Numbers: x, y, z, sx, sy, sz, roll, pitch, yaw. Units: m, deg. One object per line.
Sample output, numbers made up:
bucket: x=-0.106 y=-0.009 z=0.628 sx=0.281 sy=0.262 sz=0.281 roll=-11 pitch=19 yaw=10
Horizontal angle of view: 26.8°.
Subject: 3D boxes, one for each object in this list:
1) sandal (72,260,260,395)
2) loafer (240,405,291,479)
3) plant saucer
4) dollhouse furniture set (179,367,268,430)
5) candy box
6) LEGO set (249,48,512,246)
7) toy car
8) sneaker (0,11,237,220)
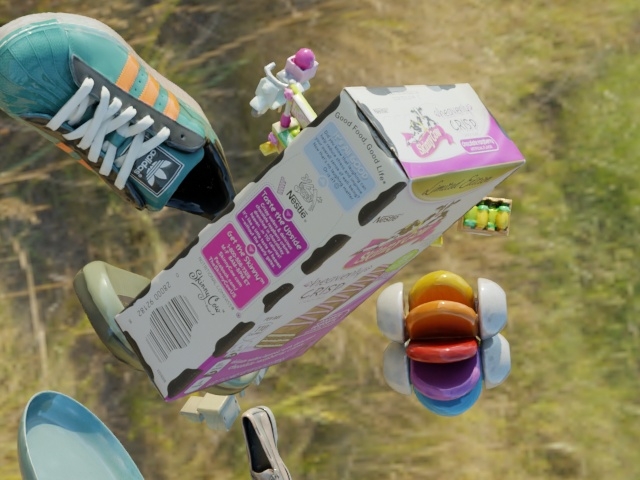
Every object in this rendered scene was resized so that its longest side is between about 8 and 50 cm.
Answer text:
sandal: x=-0.108 y=0.066 z=1.180 sx=0.120 sy=0.086 sz=0.303 roll=51 pitch=8 yaw=17
loafer: x=-0.065 y=0.249 z=1.497 sx=0.039 sy=0.045 sz=0.125 roll=-2 pitch=77 yaw=-60
plant saucer: x=-0.320 y=0.353 z=1.854 sx=0.318 sy=0.043 sz=0.317 roll=55 pitch=10 yaw=-14
dollhouse furniture set: x=-0.191 y=0.180 z=1.940 sx=0.161 sy=0.181 sz=0.101 roll=-57 pitch=139 yaw=-45
candy box: x=0.000 y=0.000 z=0.856 sx=0.071 sy=0.233 sz=0.159 roll=55 pitch=31 yaw=14
LEGO set: x=0.050 y=-0.080 z=1.274 sx=0.132 sy=0.287 sz=0.107 roll=-48 pitch=165 yaw=-29
toy car: x=0.151 y=0.135 z=1.635 sx=0.136 sy=0.159 sz=0.182 roll=-84 pitch=168 yaw=-58
sneaker: x=-0.169 y=-0.099 z=1.174 sx=0.121 sy=0.108 sz=0.302 roll=52 pitch=15 yaw=30
